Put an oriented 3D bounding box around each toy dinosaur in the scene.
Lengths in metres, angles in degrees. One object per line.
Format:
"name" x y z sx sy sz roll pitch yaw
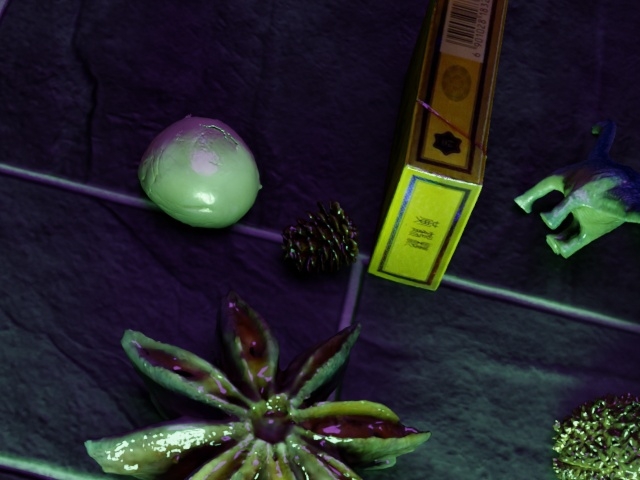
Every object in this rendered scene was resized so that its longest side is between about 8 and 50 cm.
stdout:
"toy dinosaur" 0.296 -0.047 1.574 0.147 0.363 0.076 -36 106 7

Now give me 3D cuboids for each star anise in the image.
"star anise" -0.058 0.190 1.363 0.332 0.117 0.331 11 52 -15

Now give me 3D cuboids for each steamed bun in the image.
"steamed bun" -0.129 -0.075 1.549 0.130 0.091 0.112 41 59 17

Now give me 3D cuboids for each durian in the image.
"durian" 0.324 0.206 1.442 0.189 0.091 0.148 -2 56 -15

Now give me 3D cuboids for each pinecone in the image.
"pinecone" 0.000 0.000 1.533 0.083 0.077 0.077 -26 64 -21

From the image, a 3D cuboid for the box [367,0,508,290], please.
"box" 0.128 -0.124 1.573 0.084 0.192 0.301 13 54 -1
